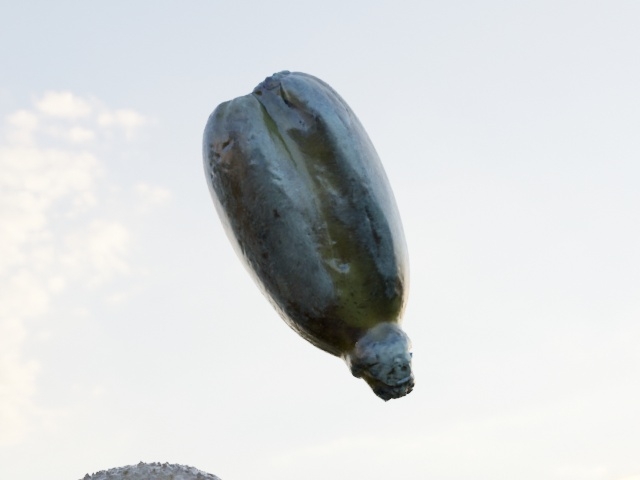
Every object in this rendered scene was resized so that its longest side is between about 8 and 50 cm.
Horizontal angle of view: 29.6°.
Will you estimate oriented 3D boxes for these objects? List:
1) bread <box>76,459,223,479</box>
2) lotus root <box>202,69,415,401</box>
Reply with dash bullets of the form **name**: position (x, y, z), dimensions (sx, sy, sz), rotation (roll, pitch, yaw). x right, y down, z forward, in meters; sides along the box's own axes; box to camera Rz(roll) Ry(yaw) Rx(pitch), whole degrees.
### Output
- **bread**: position (-0.165, 0.315, 1.089), dimensions (0.305, 0.305, 0.159), rotation (-10, -60, 2)
- **lotus root**: position (0.000, 0.000, 1.125), dimensions (0.158, 0.322, 0.140), rotation (-22, -6, -19)
